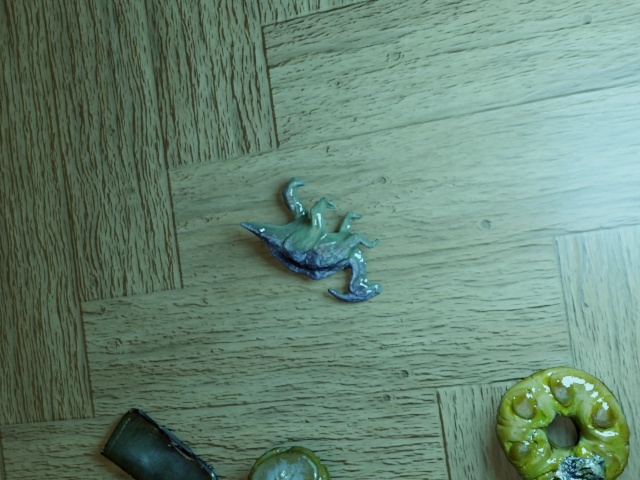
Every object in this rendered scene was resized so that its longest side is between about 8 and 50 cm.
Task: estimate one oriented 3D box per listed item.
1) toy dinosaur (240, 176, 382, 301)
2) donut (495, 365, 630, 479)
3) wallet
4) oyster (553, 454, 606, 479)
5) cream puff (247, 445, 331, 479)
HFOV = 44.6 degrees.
[{"bbox_3d":[0.000,0.001,1.486,0.294,0.077,0.162,32,100,14],"label":"toy dinosaur"},{"bbox_3d":[0.415,0.326,1.335,0.227,0.114,0.226,0,90,17],"label":"donut"},{"bbox_3d":[-0.327,0.464,1.615,0.255,0.031,0.137,34,99,14],"label":"wallet"},{"bbox_3d":[0.422,0.377,1.266,0.083,0.019,0.054,-8,89,15],"label":"oyster"},{"bbox_3d":[-0.057,0.467,1.481,0.165,0.115,0.150,16,65,24],"label":"cream puff"}]
